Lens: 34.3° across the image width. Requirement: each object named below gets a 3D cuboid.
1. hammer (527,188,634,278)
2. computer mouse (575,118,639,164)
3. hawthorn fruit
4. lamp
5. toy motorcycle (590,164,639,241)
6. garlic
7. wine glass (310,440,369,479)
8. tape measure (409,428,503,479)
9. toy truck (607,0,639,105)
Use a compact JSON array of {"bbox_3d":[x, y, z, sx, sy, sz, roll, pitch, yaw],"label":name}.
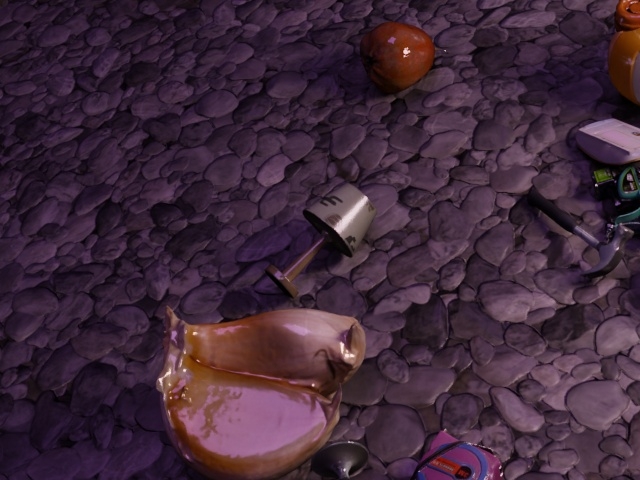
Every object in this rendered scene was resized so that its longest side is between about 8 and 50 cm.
[{"bbox_3d":[0.414,-0.021,1.725,0.246,0.029,0.103,46,115,54],"label":"hammer"},{"bbox_3d":[0.524,-0.167,1.807,0.102,0.045,0.199,-18,22,-12],"label":"computer mouse"},{"bbox_3d":[0.163,-0.388,2.104,0.149,0.149,0.189,28,64,38],"label":"hawthorn fruit"},{"bbox_3d":[0.000,0.000,1.819,0.214,0.121,0.121,-44,48,-9],"label":"lamp"},{"bbox_3d":[0.511,-0.057,1.724,0.100,0.058,0.173,-17,43,15],"label":"toy motorcycle"},{"bbox_3d":[-0.092,0.218,1.587,0.312,0.250,0.286,4,30,-2],"label":"garlic"},{"bbox_3d":[0.046,0.389,1.455,0.092,0.093,0.202,-17,45,5],"label":"wine glass"},{"bbox_3d":[0.194,0.336,1.462,0.118,0.074,0.125,18,52,40],"label":"tape measure"},{"bbox_3d":[0.658,-0.334,1.823,0.288,0.204,0.212,-23,47,-3],"label":"toy truck"}]
